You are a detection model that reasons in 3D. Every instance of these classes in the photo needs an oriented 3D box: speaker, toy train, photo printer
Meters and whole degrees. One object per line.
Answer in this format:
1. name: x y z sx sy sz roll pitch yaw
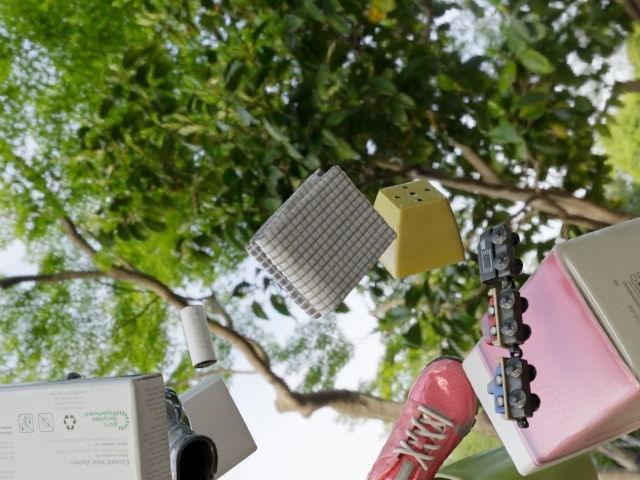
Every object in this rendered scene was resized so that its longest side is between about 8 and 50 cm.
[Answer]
1. speaker: -0.271 0.214 1.743 0.055 0.055 0.136 39 -151 -64
2. toy train: 0.139 0.063 0.596 0.027 0.036 0.158 19 -120 -40
3. photo printer: -0.351 0.546 2.122 0.308 0.107 0.255 -29 -83 -32

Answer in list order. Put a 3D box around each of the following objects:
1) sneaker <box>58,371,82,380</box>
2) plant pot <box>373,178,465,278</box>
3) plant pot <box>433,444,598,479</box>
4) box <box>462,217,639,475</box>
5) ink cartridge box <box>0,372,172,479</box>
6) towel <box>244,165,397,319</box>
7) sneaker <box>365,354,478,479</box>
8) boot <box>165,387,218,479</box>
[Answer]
1. sneaker: -0.630 0.366 1.822 0.234 0.106 0.078 -49 18 41
2. plant pot: 0.255 -0.047 2.145 0.212 0.212 0.187 -14 -61 -15
3. plant pot: 0.360 0.476 1.414 0.294 0.275 0.274 -23 -52 -36
4. box: 0.244 0.093 0.677 0.149 0.126 0.232 -16 -27 -18
5. ink cartridge box: -0.305 0.319 0.855 0.071 0.324 0.329 5 -102 -67
6. towel: 0.000 0.000 1.731 0.283 0.235 0.121 -49 12 -31
7. sneaker: 0.155 0.329 1.220 0.313 0.116 0.136 -66 -11 14
8. boot: -0.229 0.425 1.252 0.118 0.223 0.337 -14 -68 -24
